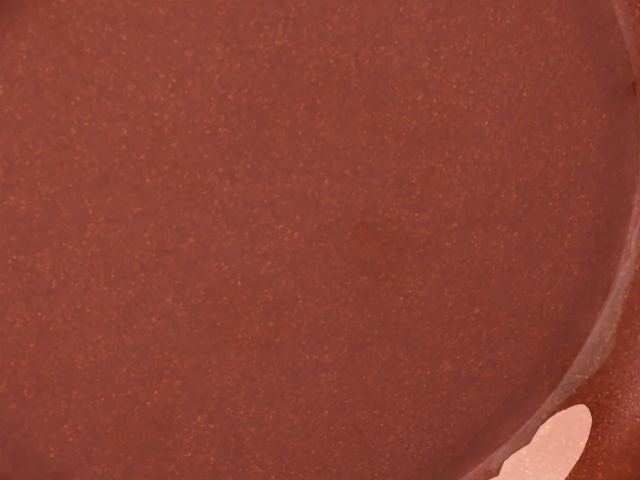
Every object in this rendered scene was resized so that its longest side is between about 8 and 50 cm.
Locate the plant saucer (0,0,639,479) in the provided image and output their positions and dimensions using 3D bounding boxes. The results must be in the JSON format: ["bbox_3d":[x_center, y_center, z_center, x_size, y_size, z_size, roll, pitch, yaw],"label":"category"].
[{"bbox_3d":[0.000,0.000,0.367,0.310,0.050,0.311,-7,112,-18],"label":"plant saucer"}]
